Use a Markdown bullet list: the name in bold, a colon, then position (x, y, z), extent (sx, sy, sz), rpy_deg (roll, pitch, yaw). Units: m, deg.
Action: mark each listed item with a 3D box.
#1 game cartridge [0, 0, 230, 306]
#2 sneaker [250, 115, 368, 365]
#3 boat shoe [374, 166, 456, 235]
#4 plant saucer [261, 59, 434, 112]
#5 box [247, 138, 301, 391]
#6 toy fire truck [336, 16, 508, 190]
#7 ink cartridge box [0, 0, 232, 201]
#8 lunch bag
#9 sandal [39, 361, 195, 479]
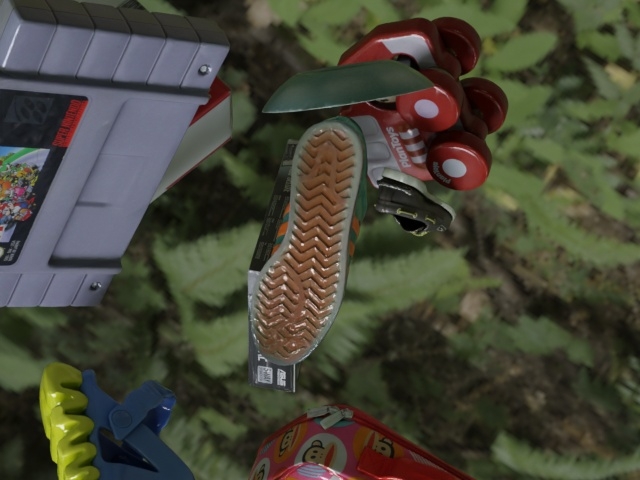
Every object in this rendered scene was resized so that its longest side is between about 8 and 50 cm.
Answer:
- **game cartridge**: position (-0.255, -0.069, 1.336), extent (0.068, 0.230, 0.355), rpy_deg (54, 129, 32)
- **sneaker**: position (0.000, 0.000, 1.657), extent (0.108, 0.302, 0.121), rpy_deg (18, -167, 10)
- **boat shoe**: position (0.140, -0.046, 2.125), extent (0.081, 0.068, 0.228), rpy_deg (18, 173, 29)
- **plant saucer**: position (0.028, -0.174, 1.543), extent (0.195, 0.195, 0.037), rpy_deg (7, 108, 56)
- **box**: position (-0.044, 0.034, 2.109), extent (0.077, 0.307, 0.242), rpy_deg (8, 132, 6)
- **toy fire truck**: position (0.137, -0.205, 2.179), extent (0.254, 0.169, 0.302), rpy_deg (-7, 133, 29)
- **ink cartridge box**: position (-0.261, -0.173, 1.574), extent (0.273, 0.197, 0.114), rpy_deg (45, 160, 16)
- **lunch bag**: position (0.071, 0.315, 1.648), extent (0.293, 0.120, 0.258), rpy_deg (32, 143, -14)
- **sandal**: position (-0.188, 0.252, 1.396), extent (0.126, 0.138, 0.317), rpy_deg (112, 145, -54)
